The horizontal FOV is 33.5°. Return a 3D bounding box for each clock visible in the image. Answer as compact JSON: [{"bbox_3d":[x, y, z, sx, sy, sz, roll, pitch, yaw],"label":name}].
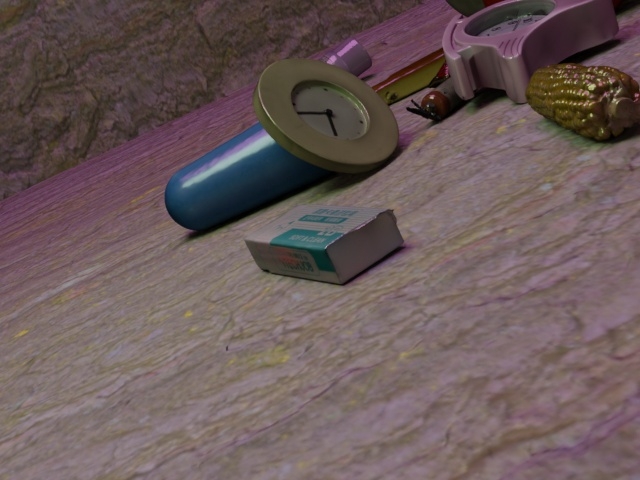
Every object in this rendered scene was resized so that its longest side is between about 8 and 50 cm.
[{"bbox_3d":[0.010,-0.192,1.633,0.235,0.235,0.029,-40,-14,-47],"label":"clock"},{"bbox_3d":[0.333,-0.314,1.696,0.275,0.080,0.290,-12,28,18],"label":"clock"}]

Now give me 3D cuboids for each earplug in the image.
[{"bbox_3d":[-0.123,-0.107,1.703,0.273,0.132,0.132,-28,14,2],"label":"earplug"}]

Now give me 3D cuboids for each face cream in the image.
[{"bbox_3d":[-0.006,-0.373,2.555,0.274,0.096,0.154,-39,18,-4],"label":"face cream"}]

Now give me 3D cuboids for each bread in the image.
[{"bbox_3d":[0.197,-0.331,2.124,0.226,0.049,0.088,-28,15,-10],"label":"bread"}]

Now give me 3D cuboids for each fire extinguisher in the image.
[{"bbox_3d":[0.206,-0.240,1.777,0.177,0.062,0.050,-39,-21,-46],"label":"fire extinguisher"}]

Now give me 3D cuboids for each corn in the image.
[{"bbox_3d":[0.318,-0.177,1.322,0.086,0.086,0.288,-24,13,-1],"label":"corn"}]

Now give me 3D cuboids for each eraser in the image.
[{"bbox_3d":[0.000,0.000,1.254,0.095,0.052,0.225,-33,17,-22],"label":"eraser"}]

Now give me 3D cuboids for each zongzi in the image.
[{"bbox_3d":[0.247,-0.304,1.976,0.083,0.067,0.073,-45,29,-6],"label":"zongzi"}]

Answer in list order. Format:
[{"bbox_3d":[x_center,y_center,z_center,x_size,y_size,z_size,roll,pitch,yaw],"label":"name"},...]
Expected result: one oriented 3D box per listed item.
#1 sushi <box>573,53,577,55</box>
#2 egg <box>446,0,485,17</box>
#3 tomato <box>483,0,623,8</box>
[{"bbox_3d":[0.364,-0.308,1.804,0.201,0.031,0.139,-21,22,5],"label":"sushi"},{"bbox_3d":[0.420,-0.605,2.328,0.352,0.258,0.258,-2,26,43],"label":"egg"},{"bbox_3d":[0.445,-0.544,2.025,0.325,0.293,0.290,6,26,42],"label":"tomato"}]
